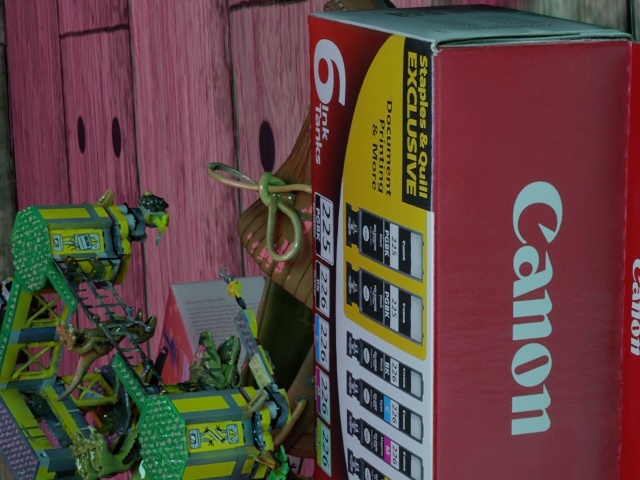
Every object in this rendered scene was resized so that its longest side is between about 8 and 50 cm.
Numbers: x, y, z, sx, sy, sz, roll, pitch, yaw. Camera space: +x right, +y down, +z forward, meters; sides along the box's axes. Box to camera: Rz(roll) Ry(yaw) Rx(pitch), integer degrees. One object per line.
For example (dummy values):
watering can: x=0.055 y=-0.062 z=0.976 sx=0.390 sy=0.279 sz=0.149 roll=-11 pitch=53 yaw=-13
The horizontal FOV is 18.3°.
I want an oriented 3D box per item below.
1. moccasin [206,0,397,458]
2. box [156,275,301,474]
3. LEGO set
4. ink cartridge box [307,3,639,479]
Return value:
moccasin: x=-0.001 y=-0.002 z=1.417 sx=0.139 sy=0.147 sz=0.380 roll=-114 pitch=27 yaw=-44
box: x=-0.081 y=0.138 z=1.784 sx=0.130 sy=0.091 sz=0.170 roll=103 pitch=154 yaw=-43
LEGO set: x=-0.092 y=0.120 z=1.395 sx=0.331 sy=0.192 sz=0.255 roll=41 pitch=125 yaw=47
ink cartridge box: x=0.095 y=0.026 z=1.166 sx=0.272 sy=0.130 sz=0.309 roll=-154 pitch=61 yaw=-68
